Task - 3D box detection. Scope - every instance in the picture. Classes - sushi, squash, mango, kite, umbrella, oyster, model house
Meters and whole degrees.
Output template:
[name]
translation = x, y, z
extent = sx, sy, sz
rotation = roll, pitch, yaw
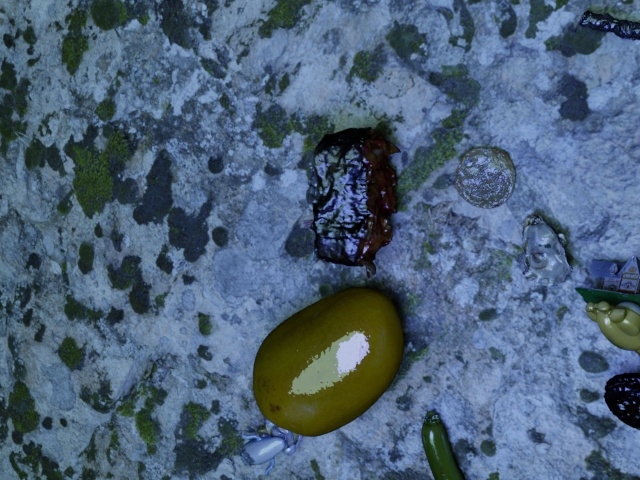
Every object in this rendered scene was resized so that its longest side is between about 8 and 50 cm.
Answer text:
[sushi]
translation = 0.073, -0.085, 1.550
extent = 0.181, 0.196, 0.344
rotation = 4, 103, 32
[squash]
translation = 0.300, 0.543, 1.648
extent = 0.069, 0.069, 0.258
rotation = -21, 91, 29
[mango]
translation = 0.021, 0.292, 1.646
extent = 0.446, 0.232, 0.300
rotation = -45, 75, 20
[kite]
translation = 0.000, 0.000, 1.711
extent = 0.137, 0.005, 0.152
rotation = 45, 117, 9
[umbrella]
translation = 0.578, -0.415, 1.309
extent = 0.143, 0.040, 0.037
rotation = 22, 102, 20
[oyster]
translation = 0.485, 0.019, 1.446
extent = 0.108, 0.053, 0.166
rotation = 0, 109, 46
[model house]
translation = 0.622, 0.087, 1.372
extent = 0.167, 0.117, 0.088
rotation = 3, 67, 47

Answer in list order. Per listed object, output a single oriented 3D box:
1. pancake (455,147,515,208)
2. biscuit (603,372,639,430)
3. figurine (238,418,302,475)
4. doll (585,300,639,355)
[pancake]
translation = 0.363, -0.137, 1.488
extent = 0.139, 0.022, 0.140
rotation = 6, 105, 25
[biscuit]
translation = 0.674, 0.336, 1.370
extent = 0.194, 0.053, 0.195
rotation = 23, 151, 13
[figurine]
translation = -0.141, 0.545, 1.837
extent = 0.128, 0.183, 0.208
rotation = 59, 156, -4
[doll]
translation = 0.651, 0.212, 1.352
extent = 0.291, 0.086, 0.117
rotation = 40, 160, -8
